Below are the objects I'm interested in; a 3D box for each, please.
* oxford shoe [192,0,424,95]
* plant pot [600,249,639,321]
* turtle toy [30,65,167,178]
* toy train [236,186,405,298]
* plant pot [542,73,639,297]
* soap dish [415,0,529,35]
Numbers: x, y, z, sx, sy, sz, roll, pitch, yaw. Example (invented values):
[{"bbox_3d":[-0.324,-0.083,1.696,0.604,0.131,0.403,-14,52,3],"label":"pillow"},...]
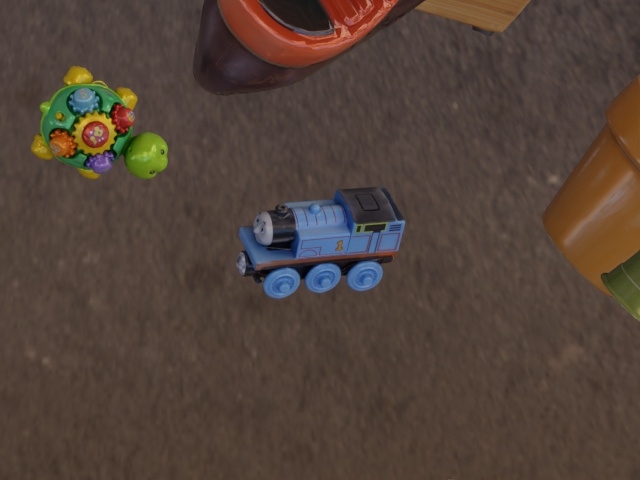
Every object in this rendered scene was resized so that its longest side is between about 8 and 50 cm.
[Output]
[{"bbox_3d":[0.035,-0.161,0.847,0.097,0.271,0.098,53,147,1],"label":"oxford shoe"},{"bbox_3d":[0.291,0.027,1.392,0.083,0.083,0.079,33,107,-20],"label":"plant pot"},{"bbox_3d":[-0.203,-0.099,1.562,0.130,0.066,0.095,24,97,-25],"label":"turtle toy"},{"bbox_3d":[0.000,0.000,1.817,0.184,0.080,0.105,-4,129,-21],"label":"toy train"},{"bbox_3d":[0.351,-0.044,1.817,0.205,0.205,0.188,37,111,-21],"label":"plant pot"},{"bbox_3d":[0.074,-0.310,1.712,0.291,0.229,0.118,15,107,-10],"label":"soap dish"}]
